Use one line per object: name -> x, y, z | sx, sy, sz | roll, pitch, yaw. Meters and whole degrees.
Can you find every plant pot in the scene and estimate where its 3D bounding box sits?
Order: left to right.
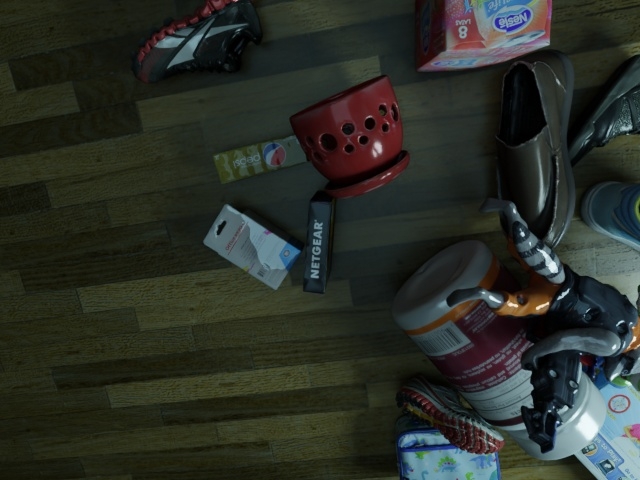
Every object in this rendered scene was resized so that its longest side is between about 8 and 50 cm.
plant pot -> 0.064, -0.183, 0.875 | 0.191, 0.191, 0.174 | -24, 108, 11

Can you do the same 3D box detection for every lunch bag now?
lunch bag -> 0.276, 0.468, 1.065 | 0.218, 0.090, 0.176 | -6, 101, 6

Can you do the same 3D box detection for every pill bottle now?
pill bottle -> 0.341, 0.209, 0.922 | 0.224, 0.224, 0.392 | -41, 97, 14

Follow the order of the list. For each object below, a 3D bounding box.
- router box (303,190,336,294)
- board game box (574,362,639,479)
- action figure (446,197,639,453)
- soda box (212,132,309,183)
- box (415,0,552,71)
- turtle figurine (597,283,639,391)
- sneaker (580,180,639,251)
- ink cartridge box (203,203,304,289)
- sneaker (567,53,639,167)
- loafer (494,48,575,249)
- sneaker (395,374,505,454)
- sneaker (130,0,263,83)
router box -> 0.000, 0.000, 0.951 | 0.046, 0.133, 0.179 | 5, 105, 5
board game box -> 0.673, 0.375, 1.001 | 0.302, 0.086, 0.308 | -42, 96, 13
action figure -> 0.361, 0.123, 0.725 | 0.330, 0.341, 0.178 | 31, 141, -7
soda box -> -0.116, -0.165, 0.961 | 0.181, 0.058, 0.061 | -13, 103, 9
box -> 0.235, -0.356, 0.752 | 0.142, 0.300, 0.154 | -3, 105, 5
turtle figurine -> 0.603, 0.184, 0.813 | 0.197, 0.275, 0.266 | -14, 121, -8
sneaker -> 0.648, -0.011, 0.839 | 0.319, 0.208, 0.127 | 19, 95, 1
ink cartridge box -> -0.138, 0.007, 1.004 | 0.181, 0.061, 0.104 | 33, 104, -3
sneaker -> 0.536, -0.203, 0.869 | 0.130, 0.087, 0.227 | 38, 99, 2
loafer -> 0.360, -0.152, 0.861 | 0.130, 0.133, 0.366 | -8, 97, -36
sneaker -> 0.274, 0.353, 1.000 | 0.225, 0.092, 0.088 | 28, 133, 25
sneaker -> -0.226, -0.358, 0.903 | 0.276, 0.097, 0.135 | -28, 97, 10
